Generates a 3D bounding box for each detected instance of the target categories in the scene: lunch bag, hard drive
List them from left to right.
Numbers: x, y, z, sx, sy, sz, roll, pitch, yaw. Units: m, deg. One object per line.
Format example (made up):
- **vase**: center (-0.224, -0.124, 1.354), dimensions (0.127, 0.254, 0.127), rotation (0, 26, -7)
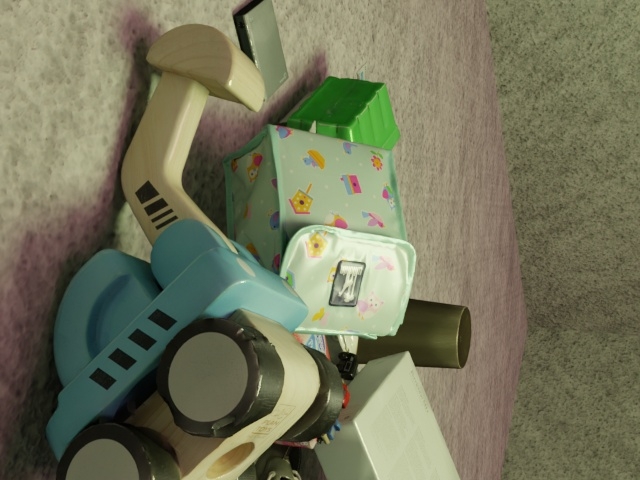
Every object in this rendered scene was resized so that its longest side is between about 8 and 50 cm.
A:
- **hard drive**: center (-0.088, -0.292, 1.195), dimensions (0.094, 0.022, 0.135), rotation (-58, 143, -49)
- **lunch bag**: center (0.000, 0.000, 1.039), dimensions (0.223, 0.160, 0.262), rotation (8, 64, -37)

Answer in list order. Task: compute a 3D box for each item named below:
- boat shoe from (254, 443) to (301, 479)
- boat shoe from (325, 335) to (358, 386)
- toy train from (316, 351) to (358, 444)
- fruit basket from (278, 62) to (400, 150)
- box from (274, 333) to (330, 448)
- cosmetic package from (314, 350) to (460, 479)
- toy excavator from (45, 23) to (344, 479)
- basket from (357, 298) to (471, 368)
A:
- **boat shoe**: center (-0.083, 0.420, 1.193), dimensions (0.335, 0.096, 0.112), rotation (-46, 134, -56)
- **boat shoe**: center (0.018, 0.246, 1.420), dimensions (0.096, 0.098, 0.276), rotation (-3, 88, -64)
- **toy train**: center (0.027, 0.234, 1.175), dimensions (0.027, 0.036, 0.158), rotation (70, 32, -44)
- **fruit basket**: center (0.021, -0.089, 1.362), dimensions (0.327, 0.166, 0.353), rotation (-56, 158, -49)
- **box**: center (-0.069, 0.168, 1.157), dimensions (0.122, 0.128, 0.256), rotation (-55, 140, -51)
- **cosmetic package**: center (0.138, 0.416, 1.328), dimensions (0.284, 0.098, 0.377), rotation (-30, 99, -60)
- **toy excavator**: center (-0.158, 0.029, 0.858), dimensions (0.433, 0.445, 0.222), rotation (-45, 154, 6)
- **basket**: center (0.186, 0.190, 1.626), dimensions (0.204, 0.227, 0.154), rotation (-8, 99, -66)
